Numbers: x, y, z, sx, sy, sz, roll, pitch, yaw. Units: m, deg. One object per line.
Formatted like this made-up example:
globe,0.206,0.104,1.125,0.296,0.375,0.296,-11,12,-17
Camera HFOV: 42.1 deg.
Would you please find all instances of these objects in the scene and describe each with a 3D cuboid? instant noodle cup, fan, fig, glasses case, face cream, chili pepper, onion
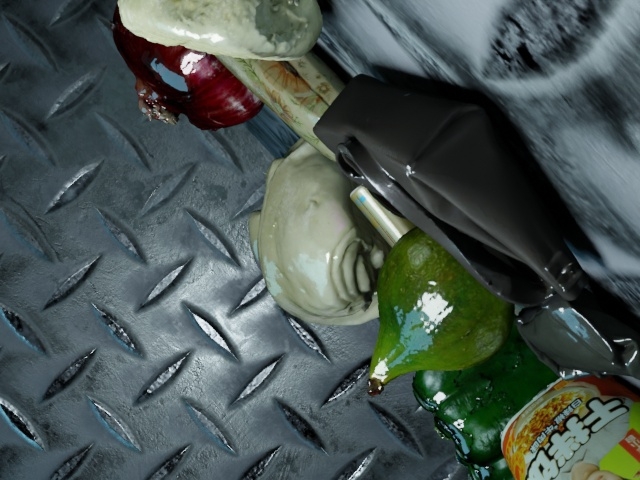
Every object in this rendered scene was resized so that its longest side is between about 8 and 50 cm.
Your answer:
instant noodle cup,0.393,0.331,1.071,0.294,0.294,0.308,47,-176,-21
fan,0.099,-0.048,0.990,0.133,0.005,0.085,29,-147,-26
fig,0.131,0.098,1.106,0.203,0.235,0.203,52,-176,-6
glasses case,-0.084,-0.265,1.169,0.425,0.098,0.156,45,180,18
face cream,0.158,0.018,1.264,0.285,0.067,0.139,50,-166,-2
chili pepper,0.300,0.262,1.382,0.248,0.256,0.233,51,180,-45
onion,-0.240,-0.315,1.459,0.314,0.232,0.314,45,179,1

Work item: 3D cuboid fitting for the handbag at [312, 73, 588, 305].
handbag,0.133,-0.053,0.869,0.257,0.113,0.285,40,180,-24

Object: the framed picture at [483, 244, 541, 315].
framed picture,0.211,0.004,1.272,0.247,0.022,0.335,50,177,-18

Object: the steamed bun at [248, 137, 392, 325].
steamed bun,0.000,0.000,1.492,0.339,0.247,0.352,45,-159,-49

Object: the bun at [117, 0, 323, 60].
bun,-0.100,-0.266,0.887,0.220,0.134,0.220,8,-165,-2

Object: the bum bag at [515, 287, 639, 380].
bum bag,0.301,0.109,0.972,0.142,0.080,0.326,39,174,5
